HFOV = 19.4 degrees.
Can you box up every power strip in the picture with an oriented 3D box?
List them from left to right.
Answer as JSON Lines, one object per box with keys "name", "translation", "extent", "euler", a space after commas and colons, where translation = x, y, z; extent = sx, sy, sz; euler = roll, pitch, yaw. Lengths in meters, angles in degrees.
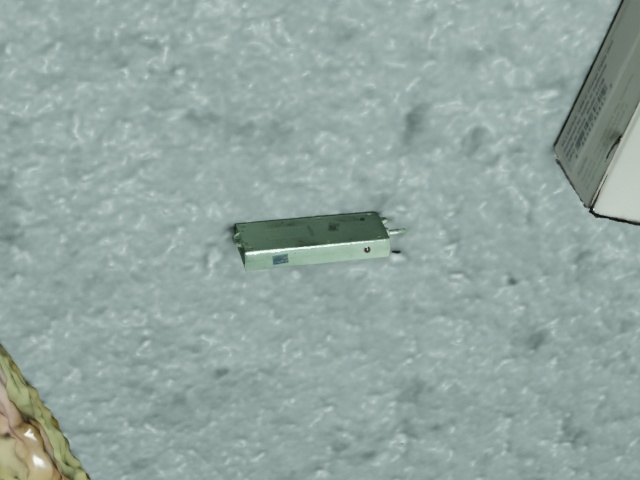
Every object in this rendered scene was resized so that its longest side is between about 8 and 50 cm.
{"name": "power strip", "translation": [0.000, 0.000, 1.447], "extent": [0.136, 0.051, 0.019], "euler": [-5, 118, -11]}

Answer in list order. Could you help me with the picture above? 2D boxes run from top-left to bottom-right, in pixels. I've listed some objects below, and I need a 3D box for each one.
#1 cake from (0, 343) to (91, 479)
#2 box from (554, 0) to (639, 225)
{"name": "cake", "translation": [-0.307, 0.262, 1.393], "extent": [0.293, 0.307, 0.314], "euler": [-27, 126, 7]}
{"name": "box", "translation": [0.334, -0.106, 1.424], "extent": [0.252, 0.106, 0.203], "euler": [10, 120, -19]}
